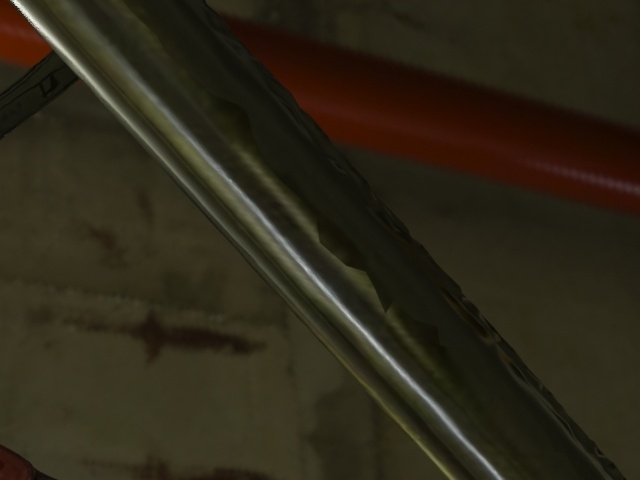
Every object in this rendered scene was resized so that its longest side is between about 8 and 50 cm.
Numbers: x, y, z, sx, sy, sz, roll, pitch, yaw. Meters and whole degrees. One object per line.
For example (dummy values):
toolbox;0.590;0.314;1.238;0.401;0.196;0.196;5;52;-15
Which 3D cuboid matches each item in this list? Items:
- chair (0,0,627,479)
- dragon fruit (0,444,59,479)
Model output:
chair;0.000;0.000;0.508;0.410;0.362;0.364;47;-137;-1
dragon fruit;-0.155;0.144;0.847;0.161;0.274;0.126;41;-110;-24
